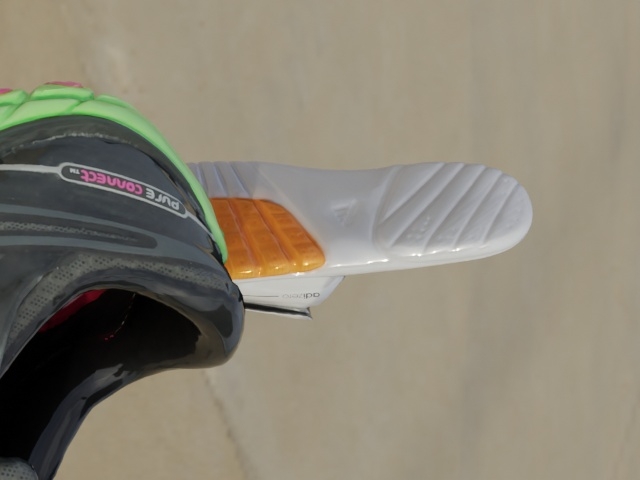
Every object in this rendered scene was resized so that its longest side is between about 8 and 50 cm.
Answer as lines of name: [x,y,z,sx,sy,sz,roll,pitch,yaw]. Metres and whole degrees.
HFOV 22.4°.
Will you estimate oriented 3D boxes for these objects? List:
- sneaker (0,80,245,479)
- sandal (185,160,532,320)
sneaker: [-0.240,0.101,0.763,0.482,0.202,0.185,-36,154,-18]
sandal: [0.000,0.008,1.015,0.076,0.265,0.102,82,11,-46]
